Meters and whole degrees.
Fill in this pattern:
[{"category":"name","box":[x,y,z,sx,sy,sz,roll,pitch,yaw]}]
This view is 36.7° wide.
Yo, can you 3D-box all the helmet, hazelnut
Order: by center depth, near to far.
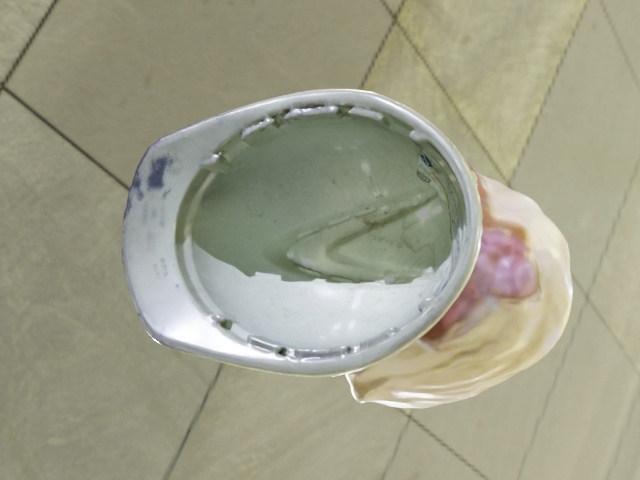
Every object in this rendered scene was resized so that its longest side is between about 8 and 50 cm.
[{"category":"helmet","box":[-0.003,0.001,0.728,0.137,0.257,0.204,30,59,-74]},{"category":"hazelnut","box":[0.099,0.051,0.928,0.261,0.261,0.241,55,50,-42]}]
